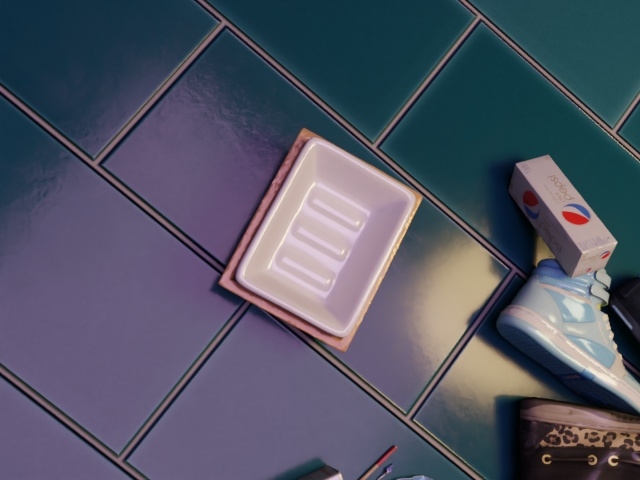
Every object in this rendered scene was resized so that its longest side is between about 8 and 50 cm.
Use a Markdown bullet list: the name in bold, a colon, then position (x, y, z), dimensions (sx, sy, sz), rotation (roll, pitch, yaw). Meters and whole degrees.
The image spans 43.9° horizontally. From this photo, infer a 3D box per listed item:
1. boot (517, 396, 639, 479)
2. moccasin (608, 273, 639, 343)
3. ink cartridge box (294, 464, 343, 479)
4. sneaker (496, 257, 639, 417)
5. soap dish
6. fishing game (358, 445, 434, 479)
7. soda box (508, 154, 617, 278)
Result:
- **boot**: position (0.490, 0.426, 1.285), dimensions (0.378, 0.138, 0.284), rotation (11, 83, 15)
- **moccasin**: position (0.629, 0.223, 1.399), dimensions (0.117, 0.138, 0.341), rotation (-33, 71, 24)
- **ink cartridge box**: position (-0.024, 0.404, 1.242), dimensions (0.123, 0.088, 0.052), rotation (-22, 88, -14)
- **sneaker**: position (0.476, 0.150, 1.371), dimensions (0.319, 0.127, 0.208), rotation (37, 71, -13)
- **soap dish**: position (0.000, 0.000, 1.285), dimensions (0.229, 0.118, 0.290), rotation (29, 78, -7)
- **fishing game**: position (0.155, 0.481, 1.297), dimensions (0.189, 0.041, 0.264), rotation (-40, 90, -14)
- **soda box**: position (0.406, -0.044, 1.351), dimensions (0.069, 0.073, 0.216), rotation (-16, 53, -14)
